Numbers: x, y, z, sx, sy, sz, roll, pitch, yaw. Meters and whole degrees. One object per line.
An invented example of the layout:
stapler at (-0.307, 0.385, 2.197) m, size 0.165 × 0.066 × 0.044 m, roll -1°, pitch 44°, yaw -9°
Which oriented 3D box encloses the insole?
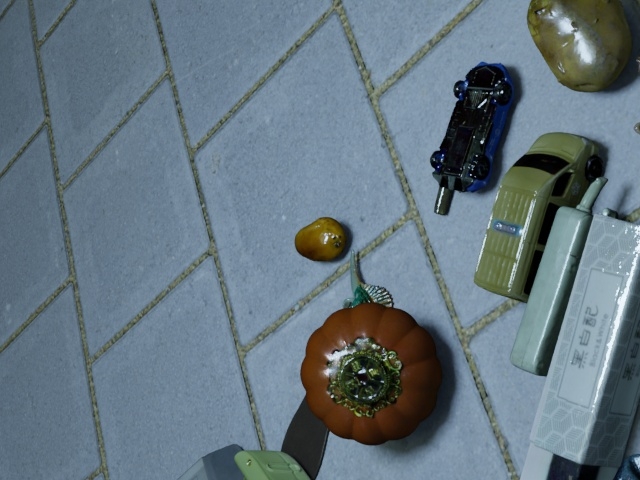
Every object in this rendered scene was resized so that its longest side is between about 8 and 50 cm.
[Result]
insole at (-0.013, 0.319, 1.929) m, size 0.111 × 0.007 × 0.328 m, roll 31°, pitch 102°, yaw 47°

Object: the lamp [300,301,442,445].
lamp at (0.079, 0.207, 1.716) m, size 0.223 × 0.196 × 0.223 m, roll -1°, pitch 87°, yaw 10°

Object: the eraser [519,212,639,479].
eraser at (0.371, 0.172, 1.470) m, size 0.096 × 0.098 × 0.404 m, roll 16°, pitch 91°, yaw 49°

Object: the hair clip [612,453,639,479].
hair clip at (0.475, 0.345, 1.245) m, size 0.310 × 0.194 × 0.206 m, roll -16°, pitch 61°, yaw 46°

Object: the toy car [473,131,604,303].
toy car at (0.309, -0.037, 1.580) m, size 0.101 × 0.124 × 0.257 m, roll 18°, pitch 94°, yaw 48°

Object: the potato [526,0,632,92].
potato at (0.376, -0.296, 1.586) m, size 0.137 × 0.137 × 0.176 m, roll -34°, pitch 77°, yaw 38°

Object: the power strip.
power strip at (0.348, 0.049, 1.536) m, size 0.053 × 0.093 × 0.288 m, roll 21°, pitch 95°, yaw 47°

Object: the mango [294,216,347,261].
mango at (0.000, 0.000, 1.965) m, size 0.127 × 0.063 × 0.077 m, roll -11°, pitch 76°, yaw 52°

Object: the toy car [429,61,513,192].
toy car at (0.247, -0.177, 1.738) m, size 0.103 × 0.063 × 0.216 m, roll 15°, pitch 84°, yaw 48°

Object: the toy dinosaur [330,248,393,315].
toy dinosaur at (0.078, 0.107, 1.869) m, size 0.106 × 0.044 × 0.187 m, roll 3°, pitch 68°, yaw 35°

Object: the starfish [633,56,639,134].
starfish at (0.501, -0.230, 1.493) m, size 0.150 × 0.053 × 0.210 m, roll 14°, pitch 86°, yaw 37°

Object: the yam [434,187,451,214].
yam at (0.220, -0.155, 1.793) m, size 0.027 × 0.029 × 0.234 m, roll 15°, pitch 89°, yaw 22°

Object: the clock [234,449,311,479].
clock at (-0.111, 0.561, 1.882) m, size 0.286 × 0.117 × 0.348 m, roll 48°, pitch 115°, yaw 43°

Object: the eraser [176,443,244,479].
eraser at (-0.259, 0.510, 2.110) m, size 0.352 × 0.061 × 0.089 m, roll -47°, pitch 48°, yaw 30°
